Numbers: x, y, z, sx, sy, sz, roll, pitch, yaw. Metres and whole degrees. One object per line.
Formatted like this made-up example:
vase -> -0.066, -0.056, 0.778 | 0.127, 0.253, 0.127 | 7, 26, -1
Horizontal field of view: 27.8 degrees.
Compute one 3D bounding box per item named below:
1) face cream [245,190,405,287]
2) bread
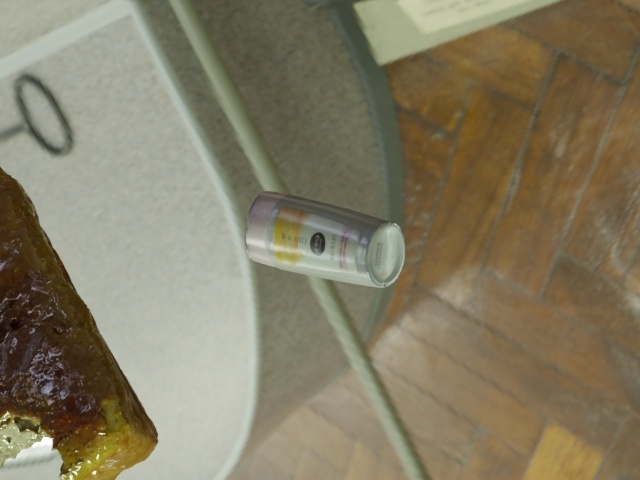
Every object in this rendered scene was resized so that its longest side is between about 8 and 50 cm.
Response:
face cream -> 0.000, 0.000, 1.778 | 0.269, 0.073, 0.107 | 14, 94, 49
bread -> -0.311, 0.096, 1.257 | 0.380, 0.185, 0.109 | 54, 176, 31
